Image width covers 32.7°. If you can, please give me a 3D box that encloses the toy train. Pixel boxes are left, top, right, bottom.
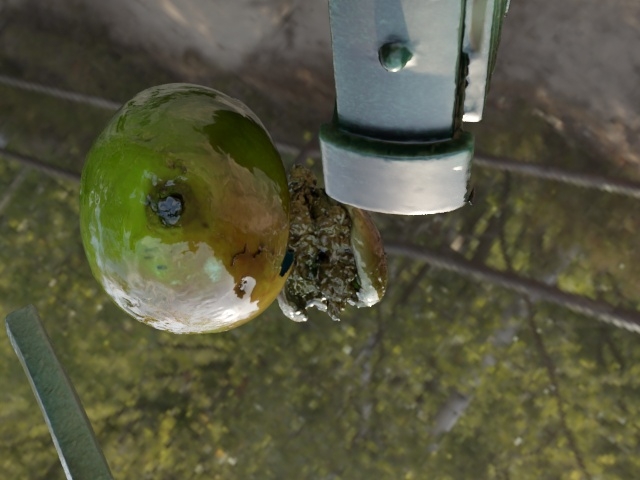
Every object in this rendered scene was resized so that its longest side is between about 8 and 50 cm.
[{"bbox_3d":[0.064,-0.155,0.748,0.138,0.178,0.330,5,153,7],"label":"toy train"}]

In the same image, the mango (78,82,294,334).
[{"bbox_3d":[-0.072,-0.020,0.588,0.111,0.125,0.233,1,-169,-10],"label":"mango"}]

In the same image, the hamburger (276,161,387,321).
[{"bbox_3d":[0.000,0.000,1.213,0.159,0.131,0.185,63,-171,-82],"label":"hamburger"}]

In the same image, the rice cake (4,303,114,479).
[{"bbox_3d":[-0.193,0.126,0.815,0.180,0.030,0.042,58,158,29],"label":"rice cake"}]
